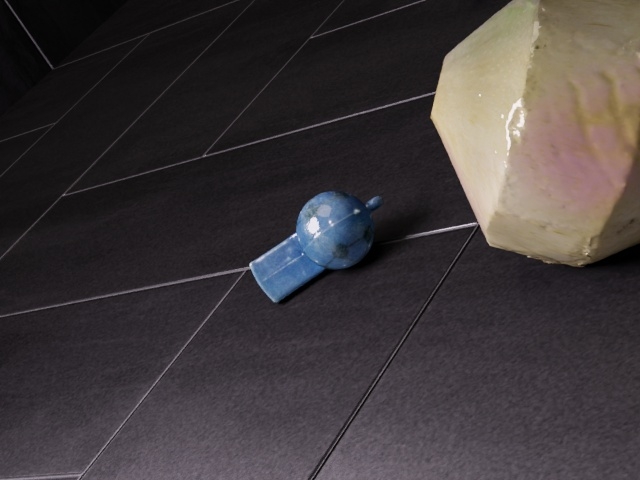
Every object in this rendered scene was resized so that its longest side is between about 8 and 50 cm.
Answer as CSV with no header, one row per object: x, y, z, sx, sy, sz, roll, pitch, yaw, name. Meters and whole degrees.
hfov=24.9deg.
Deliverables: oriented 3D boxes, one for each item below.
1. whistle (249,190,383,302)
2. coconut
0.000,0.000,1.515,0.158,0.090,0.090,-34,22,-4,whistle
0.218,-0.108,1.267,0.259,0.259,0.259,-28,23,13,coconut
